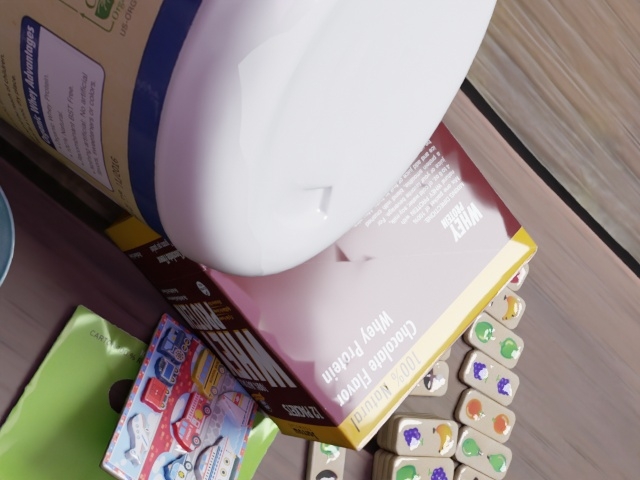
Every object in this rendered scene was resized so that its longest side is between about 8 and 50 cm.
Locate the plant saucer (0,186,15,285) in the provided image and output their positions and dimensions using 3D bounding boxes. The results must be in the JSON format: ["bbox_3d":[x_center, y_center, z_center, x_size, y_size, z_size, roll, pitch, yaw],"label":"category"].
[{"bbox_3d":[-0.249,-0.003,0.588,0.119,0.021,0.119,0,90,-28],"label":"plant saucer"}]

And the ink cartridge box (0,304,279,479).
[{"bbox_3d":[-0.135,0.196,0.608,0.188,0.097,0.255,36,74,-24],"label":"ink cartridge box"}]

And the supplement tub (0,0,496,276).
[{"bbox_3d":[-0.093,-0.152,0.486,0.316,0.228,0.228,34,68,19],"label":"supplement tub"}]

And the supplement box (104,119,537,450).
[{"bbox_3d":[0.000,0.000,0.651,0.191,0.129,0.194,-44,102,-22],"label":"supplement box"}]

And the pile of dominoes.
[{"bbox_3d":[0.092,0.103,0.766,0.196,0.040,0.251,9,86,-28],"label":"pile of dominoes"}]

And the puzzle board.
[{"bbox_3d":[-0.086,0.121,0.645,0.096,0.011,0.128,41,39,-22],"label":"puzzle board"}]
